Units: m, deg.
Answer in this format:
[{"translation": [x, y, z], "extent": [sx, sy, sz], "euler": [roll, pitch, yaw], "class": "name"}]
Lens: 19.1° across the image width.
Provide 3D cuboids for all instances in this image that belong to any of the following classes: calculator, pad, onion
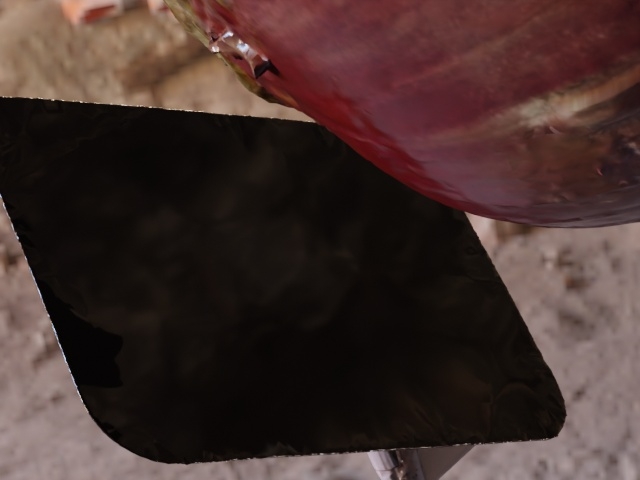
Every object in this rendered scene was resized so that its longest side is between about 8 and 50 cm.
[{"translation": [0.084, 0.120, 1.415], "extent": [0.032, 0.100, 0.175], "euler": [-9, 12, 33], "class": "calculator"}, {"translation": [-0.012, 0.014, 0.803], "extent": [0.267, 0.004, 0.181], "euler": [3, 51, -42], "class": "pad"}, {"translation": [0.058, -0.177, 0.611], "extent": [0.341, 0.341, 0.341], "euler": [-8, 25, 4], "class": "onion"}]
